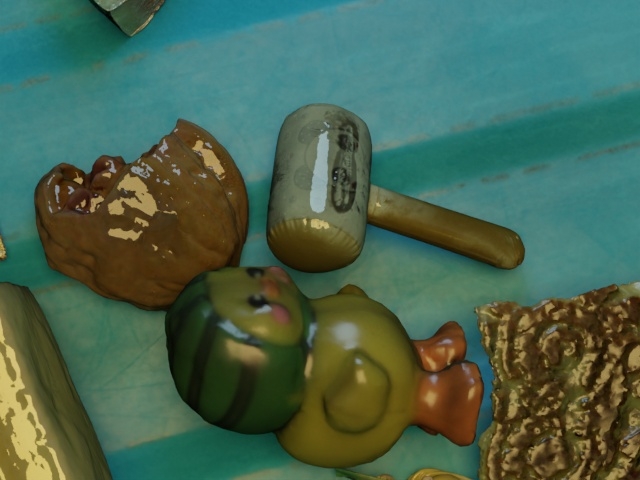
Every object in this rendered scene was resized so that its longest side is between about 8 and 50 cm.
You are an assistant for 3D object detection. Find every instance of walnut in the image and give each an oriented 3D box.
[{"bbox_3d":[-0.192,-0.018,1.912,0.238,0.141,0.204,-21,89,-4],"label":"walnut"}]

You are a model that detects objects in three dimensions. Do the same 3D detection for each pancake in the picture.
[{"bbox_3d":[0.298,0.239,1.930,0.305,0.067,0.426,6,85,-11],"label":"pancake"}]

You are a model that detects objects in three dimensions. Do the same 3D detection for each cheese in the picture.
[{"bbox_3d":[-0.316,0.187,1.820,0.124,0.242,0.265,-25,84,2],"label":"cheese"}]

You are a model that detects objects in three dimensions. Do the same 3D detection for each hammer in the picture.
[{"bbox_3d":[0.091,-0.031,1.942,0.306,0.113,0.201,17,57,-15],"label":"hammer"}]

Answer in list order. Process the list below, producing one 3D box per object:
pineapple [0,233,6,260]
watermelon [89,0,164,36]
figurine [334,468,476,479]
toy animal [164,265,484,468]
[{"bbox_3d":[-0.384,-0.012,1.957,0.045,0.019,0.083,-17,83,-12],"label":"pineapple"},{"bbox_3d":[-0.186,-0.361,1.995,0.241,0.094,0.154,-36,76,-9],"label":"watermelon"},{"bbox_3d":[0.087,0.287,1.930,0.187,0.083,0.083,-3,82,8],"label":"figurine"},{"bbox_3d":[-0.009,0.146,1.870,0.338,0.216,0.191,14,114,-12],"label":"toy animal"}]
